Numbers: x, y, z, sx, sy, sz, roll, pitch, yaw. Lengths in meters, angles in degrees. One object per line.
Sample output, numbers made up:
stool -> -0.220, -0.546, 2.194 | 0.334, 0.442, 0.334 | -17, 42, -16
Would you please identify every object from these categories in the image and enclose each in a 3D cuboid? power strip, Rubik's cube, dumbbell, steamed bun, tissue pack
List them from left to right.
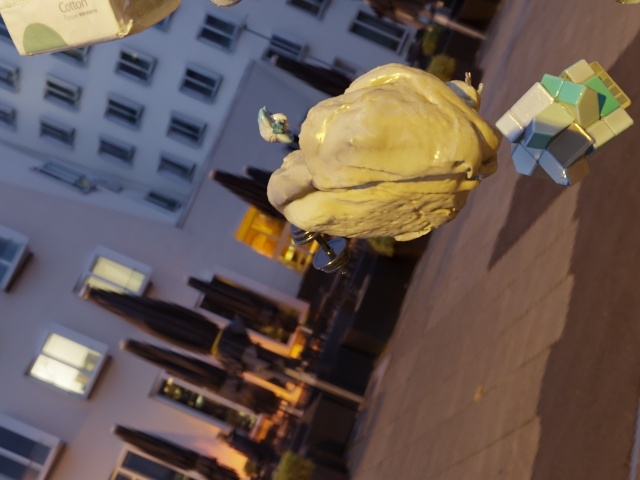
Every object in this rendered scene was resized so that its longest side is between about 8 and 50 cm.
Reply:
tissue pack -> -0.554, -0.582, 1.998 | 0.266, 0.356, 0.194 | -52, -48, -48
dumbbell -> 0.000, 0.000, 1.881 | 0.099, 0.208, 0.099 | -30, 27, 17
steamed bun -> 0.100, -0.143, 1.331 | 0.372, 0.324, 0.230 | 141, 129, -58
Rubik's cube -> 0.516, -0.236, 1.779 | 0.213, 0.224, 0.265 | -31, -11, -17
power strip -> 0.750, -0.409, 2.219 | 0.076, 0.169, 0.028 | -35, -13, -8

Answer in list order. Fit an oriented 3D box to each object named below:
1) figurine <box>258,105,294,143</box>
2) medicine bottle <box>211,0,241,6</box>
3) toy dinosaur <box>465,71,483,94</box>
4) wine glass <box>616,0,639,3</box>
figurine -> -0.110, -0.280, 2.012 | 0.079, 0.114, 0.114 | -50, 6, 20
medicine bottle -> -0.263, -0.651, 1.903 | 0.143, 0.143, 0.258 | -67, -25, -7
toy dinosaur -> 0.320, -0.271, 1.856 | 0.039, 0.082, 0.209 | -143, 45, -58
wine glass -> 0.557, -0.506, 1.448 | 0.222, 0.103, 0.103 | -60, -4, -38
